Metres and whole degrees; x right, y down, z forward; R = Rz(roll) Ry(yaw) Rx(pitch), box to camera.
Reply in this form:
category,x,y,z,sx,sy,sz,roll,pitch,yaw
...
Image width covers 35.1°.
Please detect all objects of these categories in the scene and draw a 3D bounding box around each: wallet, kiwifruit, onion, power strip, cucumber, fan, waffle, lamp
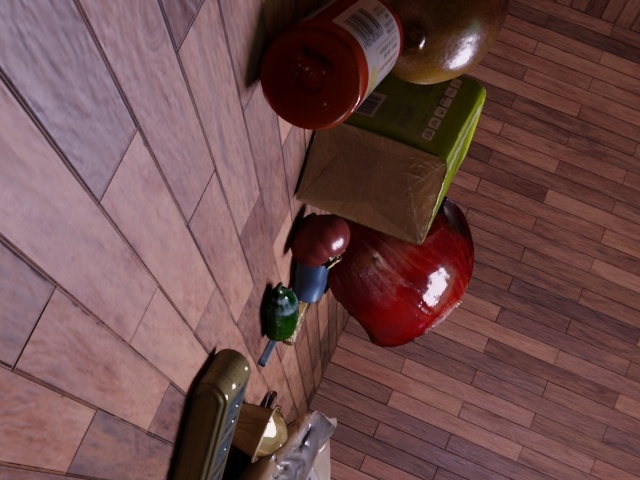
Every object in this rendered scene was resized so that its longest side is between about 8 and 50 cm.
category,x,y,z,sx,sy,sz,roll,pitch,yaw
wallet,-0.140,0.430,2.117,0.195,0.042,0.161,-56,167,-58
kiwifruit,0.149,-0.308,1.344,0.234,0.196,0.196,-60,170,-49
onion,0.163,0.034,2.075,0.341,0.341,0.341,23,90,-83
power strip,-0.166,0.314,1.439,0.092,0.066,0.387,-55,167,-51
cucumber,-0.063,0.121,1.654,0.250,0.056,0.056,98,16,-68
fan,-0.070,0.156,1.876,0.038,0.016,0.193,107,8,-56
waffle,-0.042,0.147,2.053,0.092,0.021,0.135,91,21,-76
lamp,0.000,0.000,1.604,0.101,0.090,0.101,-31,177,-2

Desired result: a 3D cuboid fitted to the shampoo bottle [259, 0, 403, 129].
category,x,y,z,sx,sy,sz,roll,pitch,yaw
shampoo bottle,0.027,-0.205,1.074,0.278,0.104,0.104,-55,166,-61

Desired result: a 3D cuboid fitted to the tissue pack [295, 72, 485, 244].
category,x,y,z,sx,sy,sz,roll,pitch,yaw
tissue pack,0.112,-0.148,1.520,0.275,0.200,0.167,-57,166,-55

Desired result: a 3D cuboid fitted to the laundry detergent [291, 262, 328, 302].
category,x,y,z,sx,sy,sz,roll,pitch,yaw
laundry detergent,-0.013,0.047,1.787,0.206,0.061,0.097,103,4,-60

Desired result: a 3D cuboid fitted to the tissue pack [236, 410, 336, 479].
category,x,y,z,sx,sy,sz,roll,pitch,yaw
tissue pack,-0.112,0.549,1.923,0.390,0.195,0.375,-46,163,-50

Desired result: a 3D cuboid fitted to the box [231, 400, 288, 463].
category,x,y,z,sx,sy,sz,roll,pitch,yaw
box,-0.108,0.335,1.790,0.177,0.111,0.111,86,27,-81
